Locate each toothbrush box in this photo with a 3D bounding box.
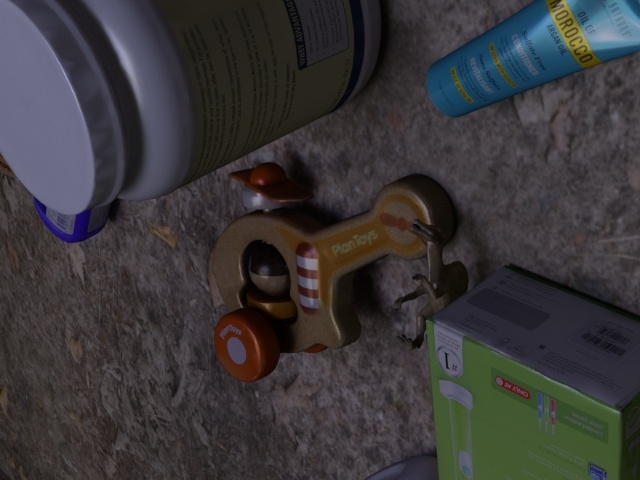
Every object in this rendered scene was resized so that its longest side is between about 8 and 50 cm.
[{"bbox_3d":[0.218,0.195,0.990,0.206,0.122,0.283,24,132,42],"label":"toothbrush box"}]

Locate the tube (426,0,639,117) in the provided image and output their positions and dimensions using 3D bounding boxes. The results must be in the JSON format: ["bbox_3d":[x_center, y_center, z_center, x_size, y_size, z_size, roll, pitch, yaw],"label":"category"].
[{"bbox_3d":[0.172,-0.155,0.858,0.207,0.052,0.080,-22,108,51],"label":"tube"}]

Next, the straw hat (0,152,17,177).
[{"bbox_3d":[-0.515,-0.175,1.728,0.144,0.061,0.144,36,156,19],"label":"straw hat"}]

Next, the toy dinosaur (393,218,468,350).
[{"bbox_3d":[0.119,0.067,1.033,0.053,0.093,0.183,15,141,38],"label":"toy dinosaur"}]

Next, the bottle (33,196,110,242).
[{"bbox_3d":[-0.343,-0.115,1.518,0.118,0.092,0.283,47,145,17],"label":"bottle"}]

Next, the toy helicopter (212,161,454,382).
[{"bbox_3d":[0.000,0.000,1.160,0.355,0.140,0.235,-25,86,46],"label":"toy helicopter"}]

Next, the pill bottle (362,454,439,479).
[{"bbox_3d":[0.137,0.420,1.214,0.323,0.181,0.181,59,147,2],"label":"pill bottle"}]

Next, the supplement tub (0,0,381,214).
[{"bbox_3d":[-0.129,-0.178,0.978,0.235,0.324,0.236,32,137,35],"label":"supplement tub"}]
